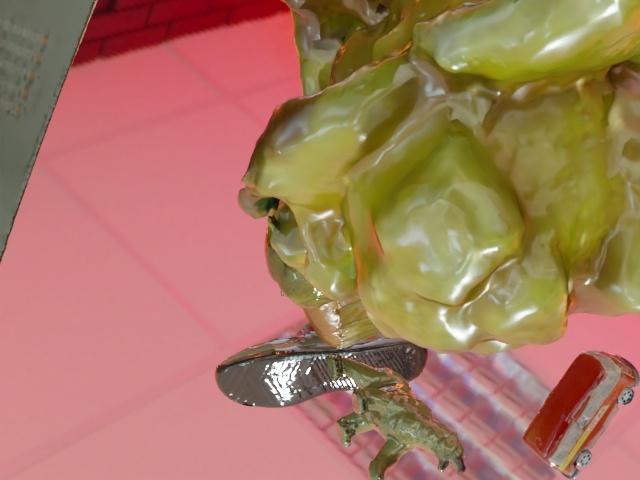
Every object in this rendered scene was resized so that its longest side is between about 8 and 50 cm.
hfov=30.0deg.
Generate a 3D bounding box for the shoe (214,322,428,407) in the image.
[{"bbox_3d":[-0.003,0.147,1.545,0.275,0.103,0.098,-5,-141,-16],"label":"shoe"}]

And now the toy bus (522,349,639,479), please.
[{"bbox_3d":[0.343,0.223,1.582,0.077,0.174,0.079,27,-171,-38],"label":"toy bus"}]

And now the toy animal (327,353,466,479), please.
[{"bbox_3d":[0.083,0.201,1.353,0.101,0.103,0.219,-6,-165,-14],"label":"toy animal"}]

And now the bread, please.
[{"bbox_3d":[0.020,0.004,1.361,0.133,0.250,0.179,-19,-137,-6],"label":"bread"}]

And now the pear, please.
[{"bbox_3d":[0.000,0.000,1.144,0.107,0.131,0.107,38,-177,-2],"label":"pear"}]

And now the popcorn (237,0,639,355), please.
[{"bbox_3d":[0.125,-0.078,0.755,0.326,0.290,0.321,-45,-149,-22],"label":"popcorn"}]

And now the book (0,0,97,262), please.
[{"bbox_3d":[-0.398,-0.159,1.217,0.260,0.043,0.371,23,-101,-20],"label":"book"}]
